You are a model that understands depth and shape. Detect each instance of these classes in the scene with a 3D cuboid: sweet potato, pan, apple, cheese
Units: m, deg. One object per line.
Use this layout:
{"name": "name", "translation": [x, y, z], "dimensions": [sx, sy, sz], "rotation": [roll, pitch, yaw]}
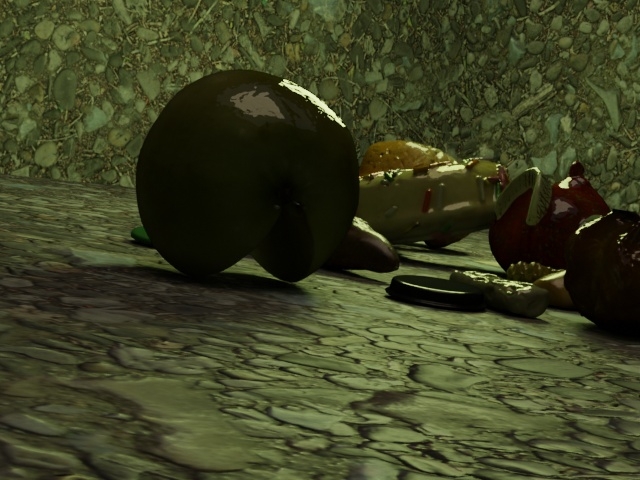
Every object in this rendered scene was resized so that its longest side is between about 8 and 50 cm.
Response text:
{"name": "sweet potato", "translation": [0.000, -0.002, 1.885], "dimensions": [0.341, 0.092, 0.114], "rotation": [10, 29, 34]}
{"name": "pan", "translation": [0.150, 0.064, 1.634], "dimensions": [0.136, 0.028, 0.235], "rotation": [8, 4, -5]}
{"name": "apple", "translation": [-0.089, -0.073, 1.533], "dimensions": [0.292, 0.292, 0.254], "rotation": [6, 6, -29]}
{"name": "cheese", "translation": [0.240, 0.069, 1.635], "dimensions": [0.065, 0.043, 0.194], "rotation": [8, 4, -22]}

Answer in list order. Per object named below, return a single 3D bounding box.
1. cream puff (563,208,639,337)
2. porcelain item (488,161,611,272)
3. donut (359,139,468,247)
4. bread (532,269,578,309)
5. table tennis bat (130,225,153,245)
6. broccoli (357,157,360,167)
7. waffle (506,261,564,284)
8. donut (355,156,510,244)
{"name": "cream puff", "translation": [0.423, 0.051, 1.555], "dimensions": [0.241, 0.155, 0.269], "rotation": [15, 0, 24]}
{"name": "porcelain item", "translation": [0.429, -0.034, 2.169], "dimensions": [0.253, 0.253, 0.253], "rotation": [8, 4, -1]}
{"name": "donut", "translation": [0.212, -0.098, 2.680], "dimensions": [0.299, 0.150, 0.317], "rotation": [16, -19, 1]}
{"name": "bread", "translation": [0.369, 0.071, 1.770], "dimensions": [0.115, 0.056, 0.082], "rotation": [6, 4, -26]}
{"name": "table tennis bat", "translation": [-0.230, -0.009, 1.914], "dimensions": [0.160, 0.039, 0.257], "rotation": [6, 10, -19]}
{"name": "broccoli", "translation": [-0.045, -0.133, 2.539], "dimensions": [0.297, 0.298, 0.297], "rotation": [10, -18, 32]}
{"name": "waffle", "translation": [0.386, 0.068, 1.883], "dimensions": [0.194, 0.051, 0.149], "rotation": [9, 0, -2]}
{"name": "donut", "translation": [0.190, -0.071, 2.347], "dimensions": [0.371, 0.150, 0.307], "rotation": [-8, 2, 38]}
